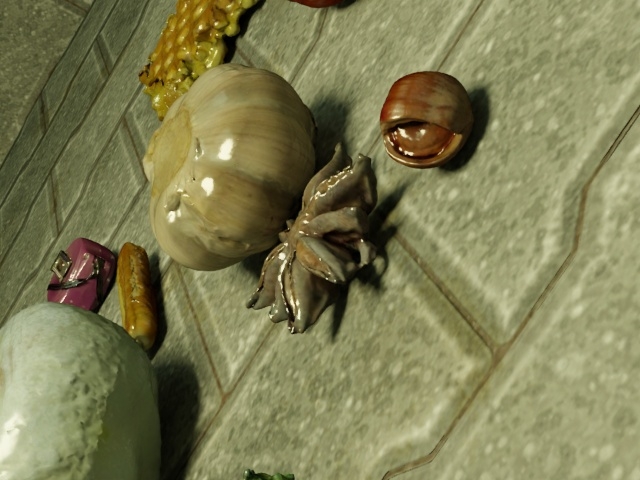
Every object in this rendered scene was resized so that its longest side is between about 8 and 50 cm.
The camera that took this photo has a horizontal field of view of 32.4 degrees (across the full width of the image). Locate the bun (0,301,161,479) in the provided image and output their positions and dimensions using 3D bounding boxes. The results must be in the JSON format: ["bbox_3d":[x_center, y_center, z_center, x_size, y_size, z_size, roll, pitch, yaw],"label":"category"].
[{"bbox_3d":[-0.295,0.244,1.149,0.362,0.211,0.362,-41,34,35],"label":"bun"}]

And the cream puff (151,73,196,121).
[{"bbox_3d":[-0.198,-0.200,1.591,0.083,0.058,0.083,24,116,29],"label":"cream puff"}]

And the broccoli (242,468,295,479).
[{"bbox_3d":[-0.059,0.240,0.753,0.167,0.160,0.154,118,146,-51],"label":"broccoli"}]

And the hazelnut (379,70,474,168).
[{"bbox_3d":[0.089,-0.100,0.916,0.086,0.086,0.086,-45,30,34],"label":"hazelnut"}]

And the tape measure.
[{"bbox_3d":[-0.352,0.058,1.617,0.118,0.074,0.125,-62,26,0],"label":"tape measure"}]

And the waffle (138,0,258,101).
[{"bbox_3d":[-0.180,-0.341,1.695,0.325,0.068,0.302,-2,63,64],"label":"waffle"}]

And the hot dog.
[{"bbox_3d":[-0.230,0.075,1.393,0.215,0.047,0.066,-114,41,-60],"label":"hot dog"}]

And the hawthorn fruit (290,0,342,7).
[{"bbox_3d":[-0.008,-0.365,1.215,0.207,0.207,0.243,-61,9,3],"label":"hawthorn fruit"}]

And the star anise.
[{"bbox_3d":[0.000,0.000,1.001,0.182,0.065,0.195,-21,51,62],"label":"star anise"}]

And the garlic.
[{"bbox_3d":[-0.089,-0.075,1.140,0.228,0.152,0.228,-34,43,39],"label":"garlic"}]
